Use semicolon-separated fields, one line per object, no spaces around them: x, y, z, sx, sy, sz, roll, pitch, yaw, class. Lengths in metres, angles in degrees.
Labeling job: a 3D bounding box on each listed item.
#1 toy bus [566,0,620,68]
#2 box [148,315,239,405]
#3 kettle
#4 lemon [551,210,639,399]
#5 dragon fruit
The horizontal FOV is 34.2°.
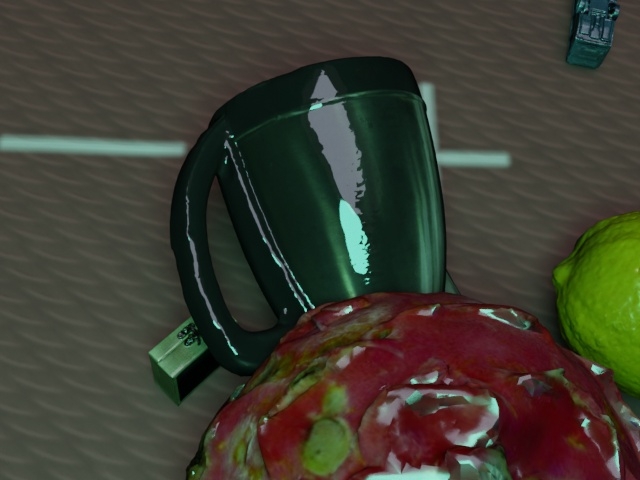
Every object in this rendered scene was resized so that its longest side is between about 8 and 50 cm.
0.312;-0.278;1.182;0.047;0.065;0.166;13;65;2;toy bus
-0.114;0.100;0.943;0.035;0.083;0.079;43;68;16;box
0.017;-0.005;0.936;0.207;0.250;0.271;-22;77;24;kettle
0.312;0.063;0.951;0.193;0.180;0.181;3;60;23;lemon
0.102;0.218;0.770;0.371;0.249;0.386;-27;91;-12;dragon fruit
